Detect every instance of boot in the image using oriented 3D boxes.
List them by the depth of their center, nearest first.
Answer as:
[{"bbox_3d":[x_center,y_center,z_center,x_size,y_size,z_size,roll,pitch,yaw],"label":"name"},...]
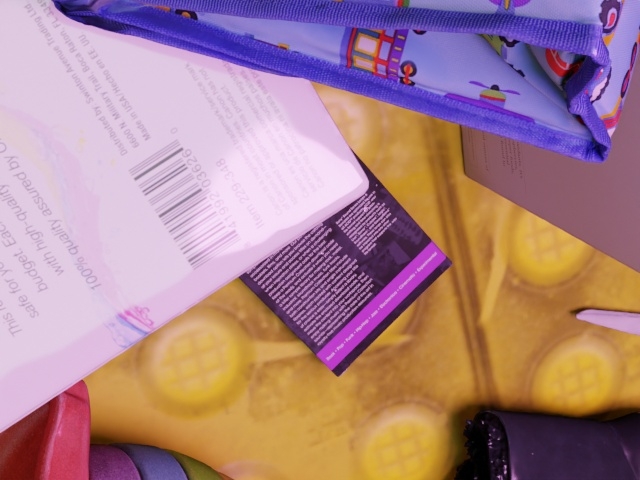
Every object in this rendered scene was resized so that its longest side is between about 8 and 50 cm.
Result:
[{"bbox_3d":[0.193,0.244,0.928,0.207,0.094,0.246,-1,100,-23],"label":"boot"}]

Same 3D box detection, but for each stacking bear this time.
[{"bbox_3d":[-0.086,0.219,0.796,0.289,0.175,0.164,22,133,-34],"label":"stacking bear"}]

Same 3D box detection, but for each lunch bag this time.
[{"bbox_3d":[0.015,-0.187,0.556,0.293,0.138,0.221,14,79,17],"label":"lunch bag"}]

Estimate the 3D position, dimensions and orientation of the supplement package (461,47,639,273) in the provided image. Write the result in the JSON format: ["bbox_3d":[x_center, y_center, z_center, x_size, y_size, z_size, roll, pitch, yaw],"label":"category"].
[{"bbox_3d":[0.218,-0.101,0.722,0.175,0.293,0.177,-12,111,-15],"label":"supplement package"}]

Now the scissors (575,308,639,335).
[{"bbox_3d":[0.335,0.089,0.969,0.297,0.021,0.109,-6,110,-19],"label":"scissors"}]

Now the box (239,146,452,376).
[{"bbox_3d":[0.000,0.000,0.824,0.116,0.029,0.162,-44,116,-3],"label":"box"}]

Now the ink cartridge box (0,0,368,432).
[{"bbox_3d":[-0.163,-0.047,0.685,0.306,0.131,0.226,-32,106,-5],"label":"ink cartridge box"}]
